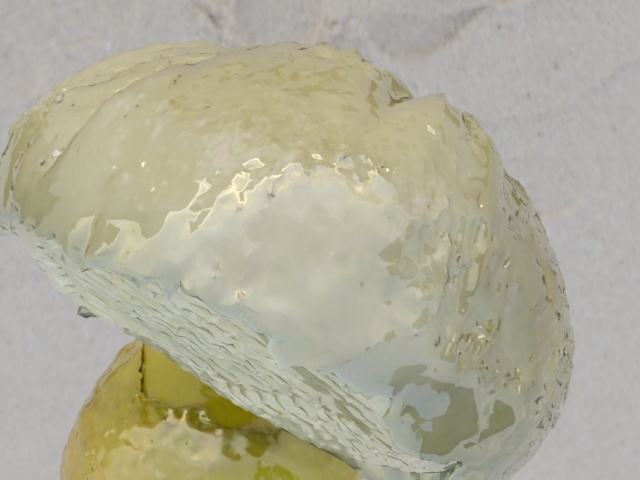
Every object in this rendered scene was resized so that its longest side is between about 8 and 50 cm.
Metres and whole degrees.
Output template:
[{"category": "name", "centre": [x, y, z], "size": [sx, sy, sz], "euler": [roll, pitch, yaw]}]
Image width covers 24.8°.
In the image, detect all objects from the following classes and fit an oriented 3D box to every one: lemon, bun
[{"category": "lemon", "centre": [-0.064, 0.136, 0.843], "size": [0.193, 0.180, 0.180], "euler": [-43, 117, 10]}, {"category": "bun", "centre": [0.000, 0.000, 0.621], "size": [0.259, 0.259, 0.152], "euler": [36, 74, -25]}]
